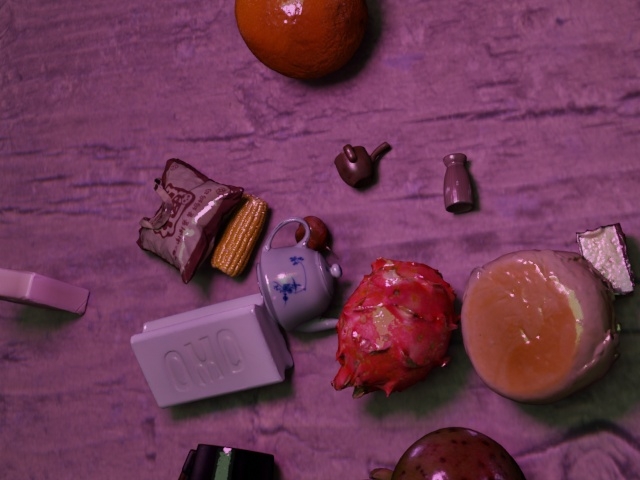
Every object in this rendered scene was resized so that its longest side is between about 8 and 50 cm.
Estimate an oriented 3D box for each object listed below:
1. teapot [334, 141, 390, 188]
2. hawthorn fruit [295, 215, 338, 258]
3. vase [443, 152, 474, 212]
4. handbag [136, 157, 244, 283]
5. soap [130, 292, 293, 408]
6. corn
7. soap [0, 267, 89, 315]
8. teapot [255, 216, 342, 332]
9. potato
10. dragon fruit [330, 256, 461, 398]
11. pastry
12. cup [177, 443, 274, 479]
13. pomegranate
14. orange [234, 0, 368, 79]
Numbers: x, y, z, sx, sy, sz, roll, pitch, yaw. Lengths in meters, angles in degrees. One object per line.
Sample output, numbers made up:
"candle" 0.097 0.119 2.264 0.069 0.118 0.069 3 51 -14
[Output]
"teapot" 0.084 -0.153 1.629 0.110 0.085 0.080 -23 68 -4
"hawthorn fruit" 0.000 0.000 1.634 0.103 0.067 0.067 35 92 16
"vase" 0.245 -0.104 1.553 0.053 0.053 0.100 -11 68 22
"handbag" -0.272 -0.044 1.720 0.235 0.127 0.213 27 91 43
"soap" -0.203 0.207 1.615 0.265 0.087 0.160 -15 106 20
"corn" -0.158 -0.012 1.703 0.085 0.063 0.165 22 86 57
"soap" -0.586 0.108 1.799 0.121 0.183 0.064 5 78 24
"teapot" -0.031 0.071 1.581 0.159 0.159 0.232 -17 99 20
"potato" 0.463 0.041 1.410 0.086 0.061 0.122 -15 73 21
"dragon fruit" 0.119 0.157 1.455 0.210 0.205 0.268 39 91 20
"pastry" 0.345 0.131 1.373 0.265 0.133 0.265 -1 89 42
"cup" -0.198 0.456 1.542 0.239 0.166 0.177 1 73 23
"pomegranate" 0.182 0.432 1.355 0.306 0.242 0.242 -36 63 34
"orange" -0.041 -0.443 1.668 0.264 0.264 0.264 -7 74 23
